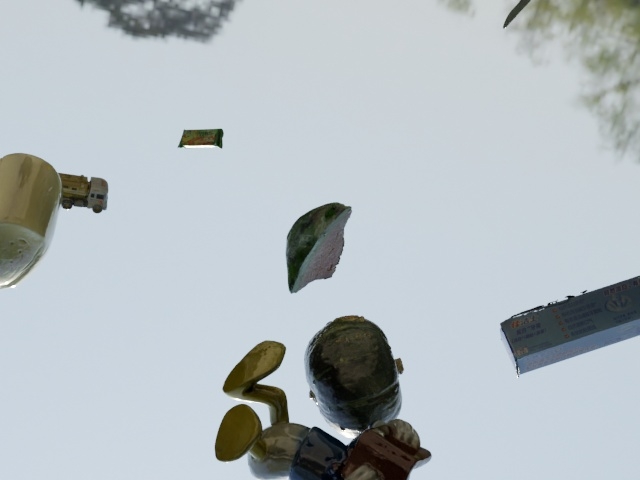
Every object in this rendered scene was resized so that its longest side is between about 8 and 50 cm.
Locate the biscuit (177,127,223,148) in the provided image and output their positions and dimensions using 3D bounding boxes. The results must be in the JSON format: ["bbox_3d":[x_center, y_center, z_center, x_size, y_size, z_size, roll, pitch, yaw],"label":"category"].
[{"bbox_3d":[-0.231,-0.198,2.319,0.089,0.016,0.046,-1,-119,12],"label":"biscuit"}]

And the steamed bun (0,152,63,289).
[{"bbox_3d":[-0.542,-0.015,2.057,0.155,0.250,0.200,30,-138,-29],"label":"steamed bun"}]

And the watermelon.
[{"bbox_3d":[-0.006,-0.004,1.918,0.080,0.155,0.101,0,-136,-30],"label":"watermelon"}]

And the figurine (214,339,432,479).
[{"bbox_3d":[0.044,0.312,1.640,0.283,0.338,0.204,-10,-140,37],"label":"figurine"}]

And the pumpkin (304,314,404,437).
[{"bbox_3d":[0.051,0.204,1.801,0.146,0.190,0.190,-26,-141,-18],"label":"pumpkin"}]

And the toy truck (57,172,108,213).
[{"bbox_3d":[-0.454,-0.093,2.224,0.123,0.063,0.052,7,-147,-17],"label":"toy truck"}]

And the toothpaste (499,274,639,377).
[{"bbox_3d":[0.365,0.096,1.517,0.272,0.053,0.066,-18,-125,-2],"label":"toothpaste"}]

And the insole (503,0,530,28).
[{"bbox_3d":[0.337,-0.397,1.960,0.002,0.152,0.053,26,-120,-9],"label":"insole"}]
